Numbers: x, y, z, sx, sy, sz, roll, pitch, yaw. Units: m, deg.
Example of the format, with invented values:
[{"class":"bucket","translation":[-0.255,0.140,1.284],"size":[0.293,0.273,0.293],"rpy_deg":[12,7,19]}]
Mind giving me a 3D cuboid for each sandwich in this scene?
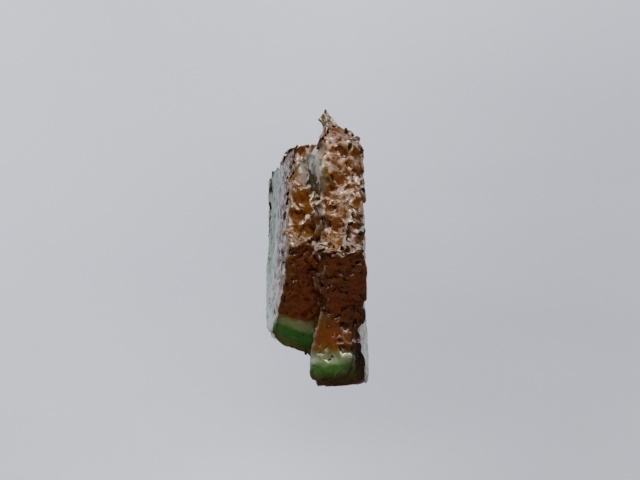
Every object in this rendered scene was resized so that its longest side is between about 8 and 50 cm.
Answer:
[{"class":"sandwich","translation":[-0.005,0.010,1.139],"size":[0.079,0.235,0.159],"rpy_deg":[-2,-31,-1]}]
